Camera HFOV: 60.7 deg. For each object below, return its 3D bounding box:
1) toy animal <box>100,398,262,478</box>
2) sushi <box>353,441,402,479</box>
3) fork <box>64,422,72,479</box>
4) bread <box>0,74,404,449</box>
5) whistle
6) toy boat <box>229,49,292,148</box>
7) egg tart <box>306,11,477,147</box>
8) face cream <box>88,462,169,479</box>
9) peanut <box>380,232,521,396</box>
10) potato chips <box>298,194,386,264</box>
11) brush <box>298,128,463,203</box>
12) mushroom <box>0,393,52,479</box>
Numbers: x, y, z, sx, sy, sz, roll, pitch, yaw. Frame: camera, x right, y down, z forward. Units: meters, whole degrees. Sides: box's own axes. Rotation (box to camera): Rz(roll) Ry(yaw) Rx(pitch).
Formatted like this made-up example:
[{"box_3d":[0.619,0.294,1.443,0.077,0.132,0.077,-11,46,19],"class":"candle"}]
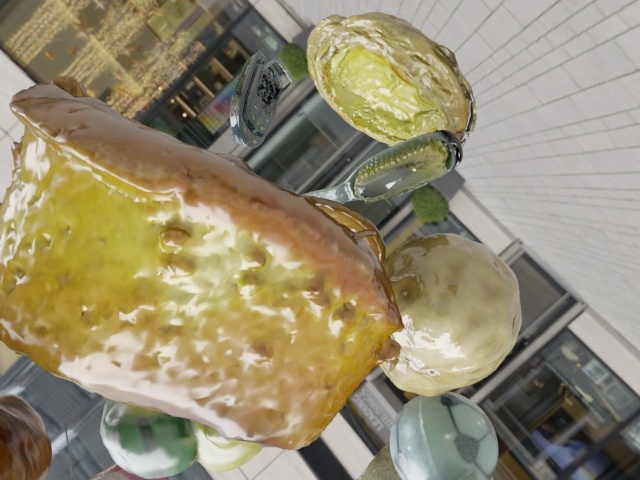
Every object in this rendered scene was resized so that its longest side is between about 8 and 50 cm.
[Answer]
[{"box_3d":[-0.201,0.308,0.951,0.216,0.338,0.191,-142,43,-70],"class":"toy animal"},{"box_3d":[0.100,0.502,1.038,0.109,0.273,0.134,-10,-130,-45],"class":"sushi"},{"box_3d":[-0.657,0.596,1.428,0.039,0.021,0.235,90,159,-62],"class":"fork"},{"box_3d":[-0.112,0.027,0.473,0.358,0.204,0.336,31,171,-25],"class":"bread"},{"box_3d":[0.162,0.290,0.744,0.163,0.163,0.289,48,-167,19],"class":"whistle"},{"box_3d":[-0.123,-0.272,1.078,0.093,0.103,0.246,49,-141,-41],"class":"toy boat"},{"box_3d":[0.109,-0.237,0.811,0.278,0.095,0.279,28,165,8],"class":"egg tart"},{"box_3d":[-0.489,0.638,1.332,0.175,0.175,0.195,47,-167,10],"class":"face cream"},{"box_3d":[0.147,0.099,0.706,0.169,0.192,0.387,14,173,9],"class":"peanut"},{"box_3d":[0.000,0.000,0.733,0.201,0.150,0.049,24,-145,-30],"class":"potato chips"},{"box_3d":[0.054,-0.070,0.764,0.068,0.296,0.060,59,-147,-15],"class":"brush"},{"box_3d":[-0.346,0.190,0.407,0.263,0.195,0.283,-9,-159,-28],"class":"mushroom"}]
